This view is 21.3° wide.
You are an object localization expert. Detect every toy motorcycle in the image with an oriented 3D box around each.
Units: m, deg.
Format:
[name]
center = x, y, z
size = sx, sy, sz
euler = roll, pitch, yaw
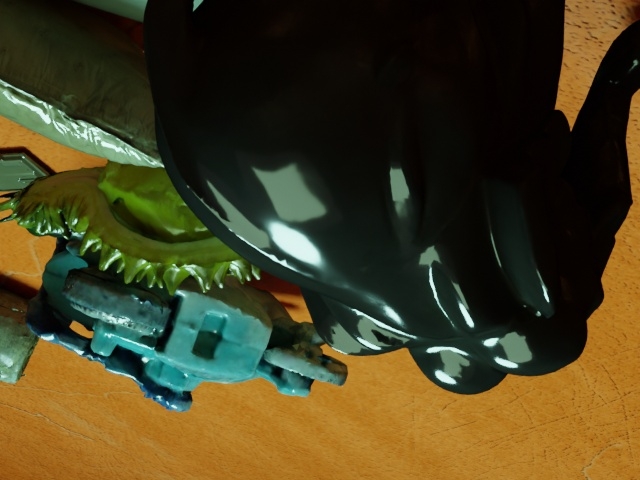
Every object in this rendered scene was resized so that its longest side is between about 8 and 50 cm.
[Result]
[toy motorcycle]
center = -0.115, 0.064, 1.449
size = 0.260, 0.154, 0.206
euler = 20, 179, -24

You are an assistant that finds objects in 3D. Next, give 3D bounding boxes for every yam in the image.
[yam]
center = -0.352, 0.077, 1.644
size = 0.183, 0.107, 0.107
euler = 21, 156, -23

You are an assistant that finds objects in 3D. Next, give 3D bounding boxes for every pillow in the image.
[pillow]
center = -0.220, -0.136, 1.043
size = 0.302, 0.075, 0.185
euler = 24, -162, -23

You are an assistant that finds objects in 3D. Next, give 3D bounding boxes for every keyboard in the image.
[keyboard]
center = -0.281, -0.057, 1.408
size = 0.129, 0.015, 0.049
euler = -2, 147, 32

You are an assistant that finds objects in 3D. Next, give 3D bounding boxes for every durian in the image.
[durian]
center = -0.099, -0.019, 1.257
size = 0.375, 0.132, 0.106
euler = 5, 168, 5

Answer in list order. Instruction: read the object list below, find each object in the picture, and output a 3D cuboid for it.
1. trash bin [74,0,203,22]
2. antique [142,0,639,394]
[trash bin]
center = -0.119, -0.177, 0.991
size = 0.130, 0.059, 0.116
euler = 17, 160, -10
[antique]
center = 0.044, -0.072, 0.904
size = 0.322, 0.255, 0.185
euler = 25, 152, -30
